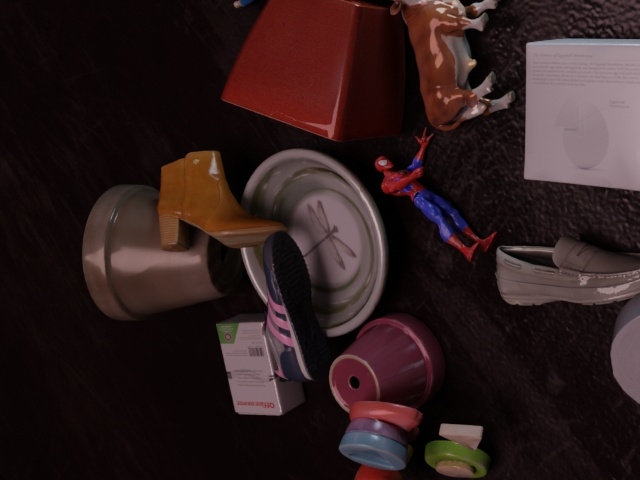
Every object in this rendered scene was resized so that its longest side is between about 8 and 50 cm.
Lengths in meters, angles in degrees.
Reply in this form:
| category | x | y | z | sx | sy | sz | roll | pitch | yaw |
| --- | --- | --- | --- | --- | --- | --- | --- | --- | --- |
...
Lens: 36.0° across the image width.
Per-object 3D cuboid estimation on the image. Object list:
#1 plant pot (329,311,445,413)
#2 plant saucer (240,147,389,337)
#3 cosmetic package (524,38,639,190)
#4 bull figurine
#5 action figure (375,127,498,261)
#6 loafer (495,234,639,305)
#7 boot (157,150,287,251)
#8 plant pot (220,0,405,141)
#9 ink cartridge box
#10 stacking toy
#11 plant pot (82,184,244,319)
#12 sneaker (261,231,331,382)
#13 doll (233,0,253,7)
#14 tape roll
| category | x | y | z | sx | sy | sz | roll | pitch | yaw |
| --- | --- | --- | --- | --- | --- | --- | --- | --- | --- |
| plant pot | 0.121 | 0.264 | 1.984 | 0.201 | 0.180 | 0.201 | 14 | 112 | 38 |
| plant saucer | 0.000 | 0.000 | 2.067 | 0.400 | 0.100 | 0.400 | 12 | 109 | 38 |
| cosmetic package | 0.458 | -0.209 | 1.585 | 0.224 | 0.138 | 0.225 | 11 | 110 | 39 |
| bull figurine | 0.230 | -0.350 | 1.759 | 0.188 | 0.101 | 0.310 | 1 | 114 | 39 |
| action figure | 0.217 | -0.100 | 1.859 | 0.280 | 0.091 | 0.139 | 39 | 131 | 25 |
| loafer | 0.437 | 0.047 | 1.695 | 0.319 | 0.112 | 0.111 | -7 | 106 | 42 |
| boot | -0.212 | -0.093 | 2.091 | 0.295 | 0.104 | 0.211 | -5 | 71 | 15 |
| plant pot | 0.014 | -0.343 | 1.846 | 0.267 | 0.267 | 0.236 | 23 | 109 | 25 |
| ink cartridge box | -0.137 | 0.283 | 2.271 | 0.160 | 0.092 | 0.219 | -5 | 99 | 42 |
| stacking toy | 0.177 | 0.434 | 1.896 | 0.279 | 0.130 | 0.309 | 8 | 152 | 16 |
| plant pot | -0.334 | 0.030 | 2.260 | 0.280 | 0.323 | 0.323 | 1 | 103 | 23 |
| sneaker | -0.084 | 0.143 | 2.038 | 0.131 | 0.112 | 0.319 | -10 | 95 | 40 |
| doll | -0.162 | -0.555 | 2.085 | 0.189 | 0.046 | 0.129 | 31 | 112 | 23 |
| tape roll | 0.580 | 0.177 | 1.579 | 0.219 | 0.072 | 0.219 | 10 | 124 | 15 |
